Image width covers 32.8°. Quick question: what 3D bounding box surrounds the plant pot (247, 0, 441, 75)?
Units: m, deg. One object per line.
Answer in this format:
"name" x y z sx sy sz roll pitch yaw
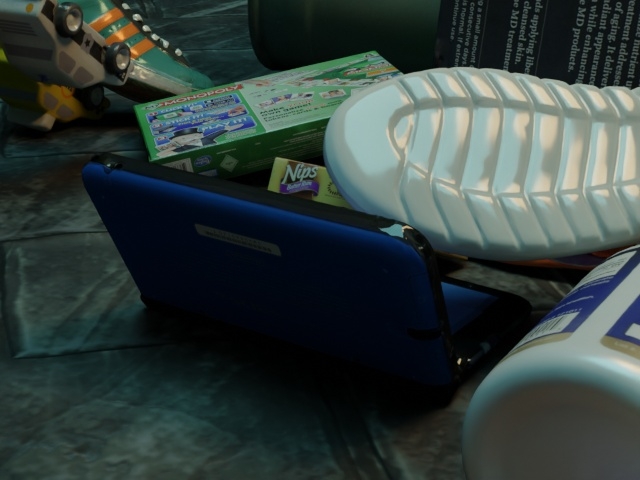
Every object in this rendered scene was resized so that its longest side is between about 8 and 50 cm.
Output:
"plant pot" 0.120 -0.369 1.561 0.334 0.341 0.341 18 28 18

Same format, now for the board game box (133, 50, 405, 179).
"board game box" -0.052 -0.146 1.280 0.317 0.046 0.213 -14 25 -8

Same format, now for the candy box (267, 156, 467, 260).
"candy box" 0.050 -0.026 0.974 0.109 0.053 0.187 14 2 36

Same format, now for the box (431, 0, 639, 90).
"box" 0.465 -0.274 1.277 0.472 0.297 0.480 22 25 35

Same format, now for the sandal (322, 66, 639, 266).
"sandal" 0.208 -0.045 0.881 0.416 0.102 0.169 0 61 -6

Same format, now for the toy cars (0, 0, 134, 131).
"toy cars" -0.319 -0.190 1.261 0.177 0.087 0.394 20 -10 -16

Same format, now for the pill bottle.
"pill bottle" 0.210 0.089 0.687 0.153 0.153 0.265 15 27 30

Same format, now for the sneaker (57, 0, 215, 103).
"sneaker" -0.262 -0.261 1.385 0.302 0.121 0.108 22 -12 -22

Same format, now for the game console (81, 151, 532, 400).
"game console" 0.000 0.000 0.875 0.293 0.250 0.173 14 53 27

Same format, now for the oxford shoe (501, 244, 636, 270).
"oxford shoe" 0.242 -0.031 1.040 0.364 0.129 0.133 23 14 29
